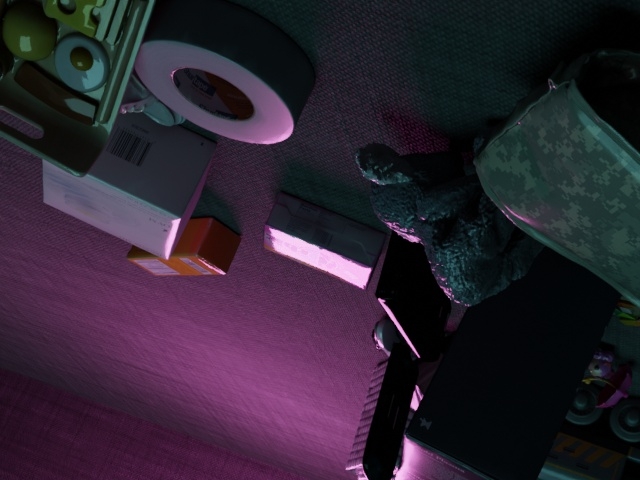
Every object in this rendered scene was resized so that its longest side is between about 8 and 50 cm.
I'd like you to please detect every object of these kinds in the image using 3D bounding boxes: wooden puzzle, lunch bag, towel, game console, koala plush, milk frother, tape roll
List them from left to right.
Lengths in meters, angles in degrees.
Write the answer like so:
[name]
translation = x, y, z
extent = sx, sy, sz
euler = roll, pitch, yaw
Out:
[tape roll]
translation = -0.119, -0.209, 1.613
extent = 0.219, 0.072, 0.219
euler = 21, 160, 8
[game console]
translation = 0.113, 0.172, 1.880
extent = 0.044, 0.361, 0.213
euler = 3, 151, 25
[towel]
translation = 0.159, 0.345, 2.441
extent = 0.121, 0.235, 0.283
euler = 21, 160, -9
[milk frother]
translation = 0.182, 0.215, 2.230
extent = 0.129, 0.135, 0.143
euler = 54, 157, 7
[koala plush]
translation = 0.148, -0.042, 1.597
extent = 0.221, 0.203, 0.196
euler = 25, 163, 33
[wooden puzzle]
translation = 0.435, 0.096, 1.836
extent = 0.079, 0.014, 0.116
euler = 4, 151, 42
[lunch bag]
translation = 0.320, -0.071, 1.320
extent = 0.287, 0.169, 0.235
euler = 33, 156, -7

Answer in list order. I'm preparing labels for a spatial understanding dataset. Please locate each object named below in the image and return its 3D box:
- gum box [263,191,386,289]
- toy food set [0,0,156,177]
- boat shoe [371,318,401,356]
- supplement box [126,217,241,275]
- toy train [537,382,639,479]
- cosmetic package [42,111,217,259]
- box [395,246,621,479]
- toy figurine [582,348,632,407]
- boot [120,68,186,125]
[gum box]
translation = 0.000, 0.000, 2.007
extent = 0.188, 0.062, 0.107
euler = 22, 159, 4
[toy food set]
translation = -0.331, -0.246, 1.534
extent = 0.220, 0.092, 0.306
euler = 28, 126, 3
[boat shoe]
translation = 0.113, 0.177, 2.341
extent = 0.040, 0.049, 0.142
euler = 16, 160, 21
[supplement box]
translation = -0.244, 0.013, 2.287
extent = 0.080, 0.078, 0.233
euler = 35, 158, -35
[toy train]
translation = 0.423, 0.342, 2.200
extent = 0.334, 0.190, 0.142
euler = 18, 159, 17
[cosmetic package]
translation = -0.297, -0.100, 1.984
extent = 0.224, 0.138, 0.224
euler = 25, 161, -3
[box]
translation = 0.258, 0.202, 1.809
extent = 0.179, 0.343, 0.312
euler = 25, 161, 11
[toy figurine]
translation = 0.408, 0.202, 2.037
extent = 0.159, 0.130, 0.173
euler = 1, 128, 19
[boot]
translation = -0.271, -0.199, 1.728
extent = 0.095, 0.123, 0.258
euler = 10, 156, 33
